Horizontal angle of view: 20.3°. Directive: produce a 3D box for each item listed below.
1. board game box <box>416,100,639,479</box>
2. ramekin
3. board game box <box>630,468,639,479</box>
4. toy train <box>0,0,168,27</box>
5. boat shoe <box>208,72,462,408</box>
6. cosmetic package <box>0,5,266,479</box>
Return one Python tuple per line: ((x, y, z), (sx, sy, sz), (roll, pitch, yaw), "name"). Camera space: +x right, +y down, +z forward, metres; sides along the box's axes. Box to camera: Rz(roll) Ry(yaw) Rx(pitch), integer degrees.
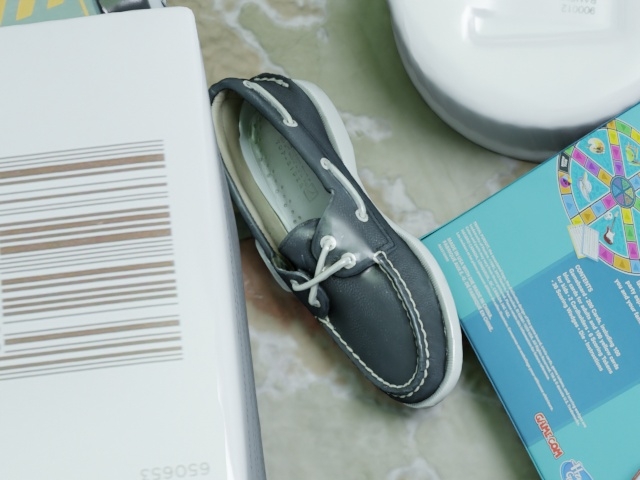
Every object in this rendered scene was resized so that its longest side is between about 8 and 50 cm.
((0.274, 0.025, 1.297), (0.336, 0.079, 0.253), (-32, 69, 16), "board game box")
((0.179, -0.203, 1.382), (0.277, 0.135, 0.277), (-1, 87, 11), "ramekin")
((0.198, 0.302, 1.233), (0.145, 0.027, 0.281), (40, 97, 17), "board game box")
((-0.287, -0.183, 1.451), (0.334, 0.142, 0.190), (-22, 81, -8), "toy train")
((0.000, 0.000, 1.361), (0.114, 0.091, 0.302), (-50, 59, 29), "boat shoe")
((-0.209, 0.092, 1.191), (0.327, 0.393, 0.329), (-8, 68, -1), "cosmetic package")
